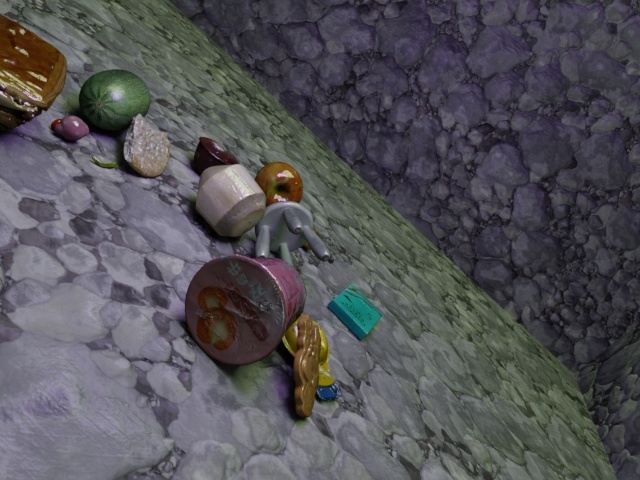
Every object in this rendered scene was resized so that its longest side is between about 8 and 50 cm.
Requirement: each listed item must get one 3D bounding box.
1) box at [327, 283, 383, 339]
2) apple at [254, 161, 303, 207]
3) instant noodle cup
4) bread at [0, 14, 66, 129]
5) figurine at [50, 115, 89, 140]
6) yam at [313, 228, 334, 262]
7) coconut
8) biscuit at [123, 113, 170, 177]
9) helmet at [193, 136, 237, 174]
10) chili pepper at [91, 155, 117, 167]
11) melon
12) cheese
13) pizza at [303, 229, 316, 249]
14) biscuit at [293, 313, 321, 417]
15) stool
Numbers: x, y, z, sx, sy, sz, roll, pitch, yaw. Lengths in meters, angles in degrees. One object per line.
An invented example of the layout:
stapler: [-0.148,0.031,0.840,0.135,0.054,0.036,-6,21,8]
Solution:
box: [0.124,0.241,1.827,0.161,0.042,0.226,46,21,8]
apple: [-0.161,-0.200,2.000,0.196,0.196,0.196,36,20,-16]
instant noodle cup: [-0.159,0.144,1.246,0.243,0.243,0.231,45,13,8]
bread: [-0.786,-0.404,1.279,0.277,0.167,0.325,29,32,-33]
figurine: [-0.673,-0.303,1.428,0.071,0.067,0.083,30,28,30]
yam: [-0.001,0.001,2.112,0.234,0.027,0.029,58,-5,38]
coconut: [-0.282,-0.131,1.615,0.222,0.202,0.202,51,21,13]
biscuit: [-0.525,-0.287,1.601,0.265,0.040,0.188,-69,144,-66]
helmet: [-0.387,-0.281,1.857,0.155,0.106,0.175,24,24,-46]
chili pepper: [-0.594,-0.214,1.463,0.030,0.017,0.083,48,18,17]
melon: [-0.622,-0.432,1.623,0.182,0.182,0.288,39,22,-7]
cheese: [-0.026,0.294,1.397,0.177,0.069,0.270,12,42,-49]
pizza: [-0.066,-0.023,2.012,0.134,0.046,0.175,16,32,-49]
biscuit: [-0.030,0.298,1.263,0.144,0.040,0.236,53,32,-52]
stool: [-0.103,0.002,1.665,0.195,0.195,0.199,46,14,-32]
